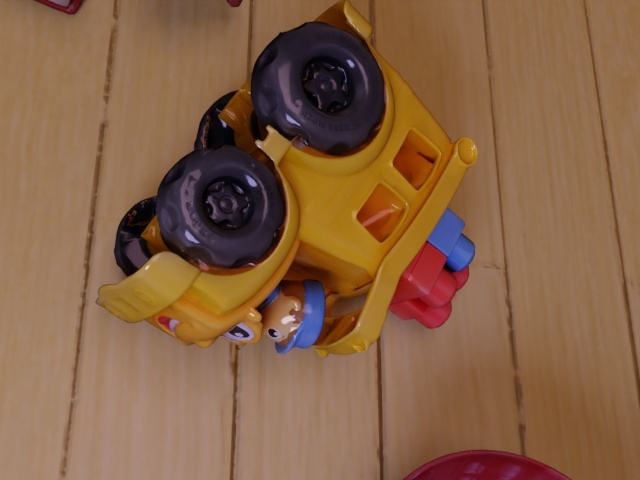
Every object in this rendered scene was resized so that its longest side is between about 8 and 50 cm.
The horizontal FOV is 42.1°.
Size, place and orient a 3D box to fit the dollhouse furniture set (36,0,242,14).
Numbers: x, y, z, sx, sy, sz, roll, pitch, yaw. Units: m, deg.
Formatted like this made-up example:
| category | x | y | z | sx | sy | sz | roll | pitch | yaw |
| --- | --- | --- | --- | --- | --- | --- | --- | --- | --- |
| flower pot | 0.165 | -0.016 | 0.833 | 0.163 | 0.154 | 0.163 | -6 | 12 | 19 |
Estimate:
| category | x | y | z | sx | sy | sz | roll | pitch | yaw |
| --- | --- | --- | --- | --- | --- | --- | --- | --- | --- |
| dollhouse furniture set | -0.087 | -0.323 | 0.638 | 0.201 | 0.152 | 0.374 | 22 | 82 | -7 |

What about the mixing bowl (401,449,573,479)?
| category | x | y | z | sx | sy | sz | roll | pitch | yaw |
| --- | --- | --- | --- | --- | --- | --- | --- | --- | --- |
| mixing bowl | 0.087 | 0.220 | 0.458 | 0.181 | 0.098 | 0.181 | 12 | 52 | -15 |

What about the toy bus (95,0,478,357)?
| category | x | y | z | sx | sy | sz | roll | pitch | yaw |
| --- | --- | --- | --- | --- | --- | --- | --- | --- | --- |
| toy bus | 0.000 | 0.000 | 0.523 | 0.211 | 0.149 | 0.220 | 41 | 65 | -14 |
